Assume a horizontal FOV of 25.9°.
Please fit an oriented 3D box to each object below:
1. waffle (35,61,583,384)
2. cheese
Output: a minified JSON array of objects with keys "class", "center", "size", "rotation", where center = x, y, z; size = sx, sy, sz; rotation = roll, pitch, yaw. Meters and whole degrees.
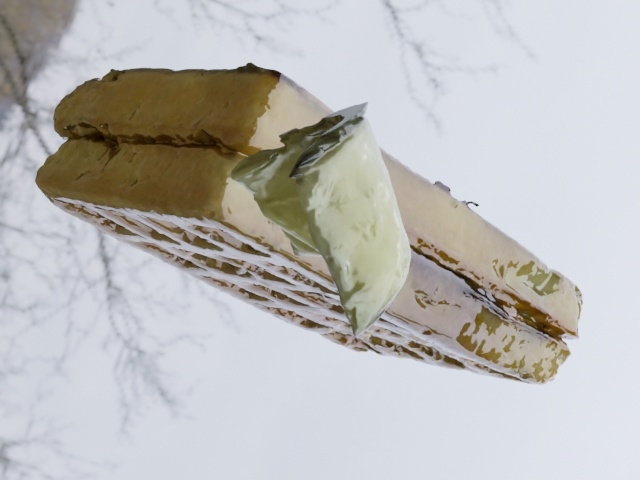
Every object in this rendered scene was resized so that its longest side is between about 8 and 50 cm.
[{"class":"waffle","center":[0.000,0.000,0.904],"size":[0.224,0.327,0.098],"rotation":[10,-107,49]},{"class":"cheese","center":[0.004,-0.012,0.443],"size":[0.041,0.060,0.084],"rotation":[-29,-162,-13]}]
